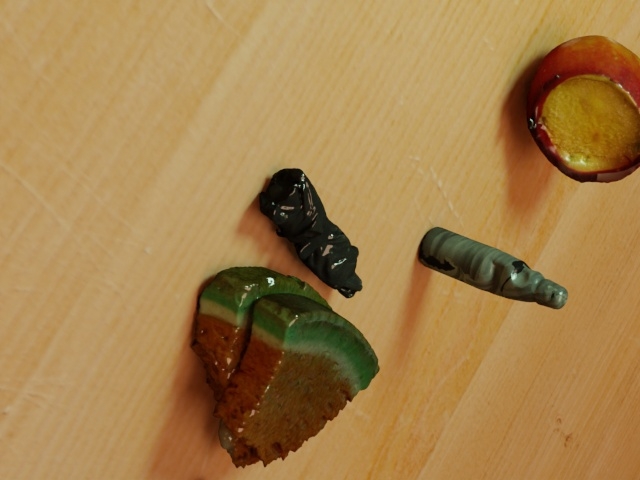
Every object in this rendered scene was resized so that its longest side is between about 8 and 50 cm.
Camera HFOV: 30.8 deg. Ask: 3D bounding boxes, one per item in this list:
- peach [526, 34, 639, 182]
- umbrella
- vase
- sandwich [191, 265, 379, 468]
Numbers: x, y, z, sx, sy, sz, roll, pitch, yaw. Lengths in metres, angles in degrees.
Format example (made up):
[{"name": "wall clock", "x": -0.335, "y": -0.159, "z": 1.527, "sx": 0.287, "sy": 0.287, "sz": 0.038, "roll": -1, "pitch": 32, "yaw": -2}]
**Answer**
[{"name": "peach", "x": 0.382, "y": -0.182, "z": 1.627, "sx": 0.226, "sy": 0.190, "sz": 0.196, "roll": 7, "pitch": 113, "yaw": -62}, {"name": "umbrella", "x": 0.000, "y": 0.000, "z": 1.321, "sx": 0.066, "sy": 0.059, "sz": 0.236, "roll": -43, "pitch": 142, "yaw": -3}, {"name": "vase", "x": 0.230, "y": 0.042, "z": 1.526, "sx": 0.060, "sy": 0.211, "sz": 0.060, "roll": -32, "pitch": 134, "yaw": -41}, {"name": "sandwich", "x": -0.044, "y": 0.142, "z": 1.298, "sx": 0.212, "sy": 0.109, "sz": 0.292, "roll": -51, "pitch": 144, "yaw": -24}]
